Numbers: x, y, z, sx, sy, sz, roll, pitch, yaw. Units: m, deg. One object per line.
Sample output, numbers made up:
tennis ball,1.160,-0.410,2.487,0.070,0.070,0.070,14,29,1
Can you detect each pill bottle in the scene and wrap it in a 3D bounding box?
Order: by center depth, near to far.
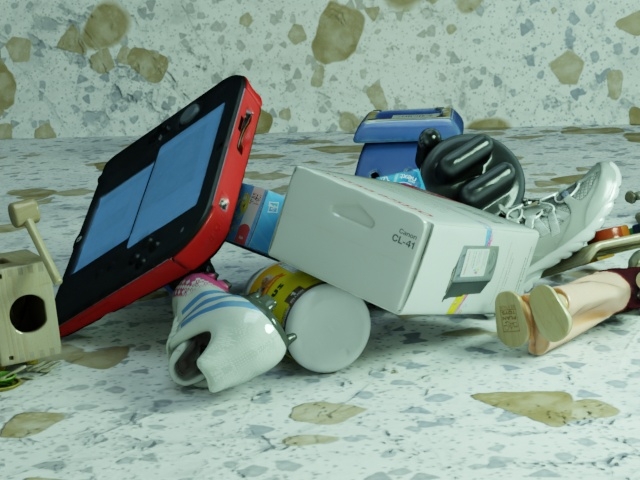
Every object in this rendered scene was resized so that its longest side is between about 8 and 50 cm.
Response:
pill bottle,-0.027,0.094,1.818,0.117,0.117,0.215,-8,13,-22

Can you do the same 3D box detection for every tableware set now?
tableware set,-0.419,0.167,1.794,0.104,0.024,0.154,2,14,23

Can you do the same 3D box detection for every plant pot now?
plant pot,0.175,-0.139,2.620,0.236,0.212,0.236,-2,12,7

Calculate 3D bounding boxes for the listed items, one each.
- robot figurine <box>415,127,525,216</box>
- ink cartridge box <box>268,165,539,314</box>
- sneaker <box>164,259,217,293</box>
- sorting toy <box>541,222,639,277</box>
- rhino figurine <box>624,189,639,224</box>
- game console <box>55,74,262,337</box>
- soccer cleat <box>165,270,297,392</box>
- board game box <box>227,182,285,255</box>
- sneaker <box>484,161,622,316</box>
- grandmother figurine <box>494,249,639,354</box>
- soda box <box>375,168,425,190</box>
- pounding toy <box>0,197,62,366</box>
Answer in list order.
robot figurine,0.237,-0.068,2.210,0.174,0.209,0.278,5,-21,0
ink cartridge box,0.114,0.004,1.800,0.226,0.131,0.306,24,12,33
sneaker,-0.268,0.021,2.259,0.147,0.129,0.330,-27,22,-3
sorting toy,0.418,0.008,2.049,0.229,0.041,0.307,-16,-5,-20
rhino figurine,0.666,-0.055,2.450,0.106,0.073,0.243,-13,17,-29
game console,-0.244,-0.058,2.001,0.342,0.060,0.386,-25,34,30
soccer cleat,-0.153,0.119,1.756,0.143,0.116,0.331,-35,14,-18
board game box,-0.048,-0.009,2.074,0.302,0.086,0.308,22,-3,-34
sneaker,0.304,-0.020,1.935,0.281,0.115,0.105,-43,6,4
grandmother figurine,0.383,0.077,1.863,0.342,0.104,0.208,-10,6,-41
soda box,0.124,-0.027,2.161,0.071,0.067,0.210,-13,-26,-7
pounding toy,-0.402,0.052,1.781,0.094,0.206,0.181,-11,12,-24
